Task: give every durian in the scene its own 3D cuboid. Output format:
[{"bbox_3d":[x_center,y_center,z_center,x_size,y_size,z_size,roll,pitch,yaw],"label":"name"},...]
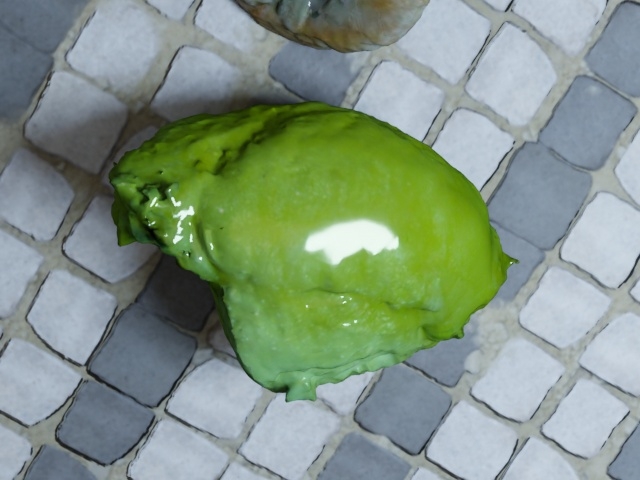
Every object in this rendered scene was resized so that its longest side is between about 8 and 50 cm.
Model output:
[{"bbox_3d":[0.000,0.000,0.865,0.340,0.204,0.255,-14,115,-10],"label":"durian"}]

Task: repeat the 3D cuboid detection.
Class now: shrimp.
[{"bbox_3d":[-0.056,-0.248,0.856,0.317,0.077,0.168,15,133,14],"label":"shrimp"}]
